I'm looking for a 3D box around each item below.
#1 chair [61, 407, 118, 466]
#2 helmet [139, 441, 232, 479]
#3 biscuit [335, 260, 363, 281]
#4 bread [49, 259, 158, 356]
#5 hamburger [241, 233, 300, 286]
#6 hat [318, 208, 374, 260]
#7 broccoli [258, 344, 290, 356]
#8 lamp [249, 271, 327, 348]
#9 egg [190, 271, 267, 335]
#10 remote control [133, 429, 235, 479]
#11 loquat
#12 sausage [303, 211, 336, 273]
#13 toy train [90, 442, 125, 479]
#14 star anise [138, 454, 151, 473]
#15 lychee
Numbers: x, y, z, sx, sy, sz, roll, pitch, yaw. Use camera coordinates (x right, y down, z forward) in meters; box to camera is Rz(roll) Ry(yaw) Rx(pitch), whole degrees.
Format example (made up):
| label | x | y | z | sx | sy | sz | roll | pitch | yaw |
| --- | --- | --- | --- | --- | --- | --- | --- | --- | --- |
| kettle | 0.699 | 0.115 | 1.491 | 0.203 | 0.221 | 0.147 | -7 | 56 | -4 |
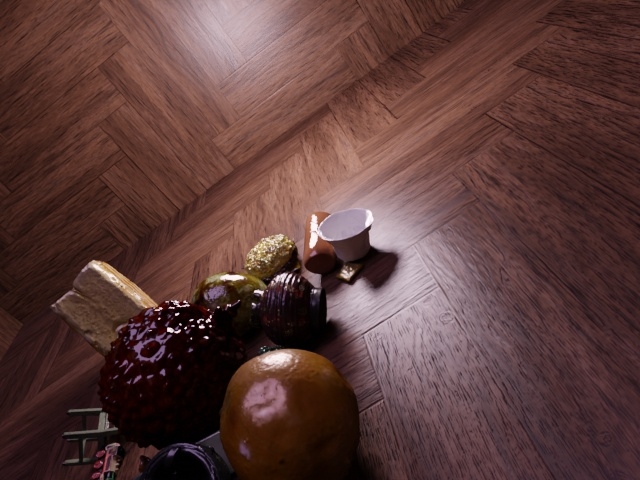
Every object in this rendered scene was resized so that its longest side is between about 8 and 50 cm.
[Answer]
| label | x | y | z | sx | sy | sz | roll | pitch | yaw |
| --- | --- | --- | --- | --- | --- | --- | --- | --- | --- |
| chair | -0.747 | 0.676 | 1.826 | 0.270 | 0.147 | 0.136 | 1 | 21 | -20 |
| helmet | -0.321 | 0.633 | 1.277 | 0.230 | 0.160 | 0.279 | 24 | 85 | 26 |
| biscuit | 0.097 | 0.103 | 1.749 | 0.081 | 0.018 | 0.083 | -48 | 27 | -18 |
| bread | -0.871 | 0.296 | 2.184 | 0.279 | 0.390 | 0.371 | -46 | 9 | -14 |
| hamburger | -0.201 | 0.078 | 2.032 | 0.262 | 0.138 | 0.243 | -36 | 27 | 4 |
| hat | 0.098 | -0.009 | 1.779 | 0.203 | 0.126 | 0.203 | -11 | 31 | 7 |
| broccoli | -0.096 | 0.396 | 1.432 | 0.220 | 0.194 | 0.194 | 25 | 64 | 36 |
| lamp | -0.098 | 0.211 | 1.593 | 0.247 | 0.247 | 0.247 | -30 | 28 | 18 |
| egg | -0.315 | 0.226 | 1.838 | 0.289 | 0.238 | 0.238 | -16 | 33 | 19 |
| remote control | -0.358 | 0.622 | 1.391 | 0.285 | 0.038 | 0.123 | -29 | 68 | 3 |
| loquat | -0.065 | 0.401 | 1.146 | 0.328 | 0.328 | 0.328 | -30 | 28 | 18 |
| sausage | 0.000 | -0.001 | 1.919 | 0.121 | 0.121 | 0.304 | -29 | 29 | 20 |
| toy train | -0.694 | 0.737 | 1.709 | 0.087 | 0.050 | 0.138 | -17 | 41 | 7 |
| star anise | -0.437 | 0.678 | 1.476 | 0.144 | 0.158 | 0.140 | -13 | 27 | -26 |
| lychee | -0.405 | 0.365 | 1.533 | 0.500 | 0.424 | 0.424 | -48 | 28 | -10 |
